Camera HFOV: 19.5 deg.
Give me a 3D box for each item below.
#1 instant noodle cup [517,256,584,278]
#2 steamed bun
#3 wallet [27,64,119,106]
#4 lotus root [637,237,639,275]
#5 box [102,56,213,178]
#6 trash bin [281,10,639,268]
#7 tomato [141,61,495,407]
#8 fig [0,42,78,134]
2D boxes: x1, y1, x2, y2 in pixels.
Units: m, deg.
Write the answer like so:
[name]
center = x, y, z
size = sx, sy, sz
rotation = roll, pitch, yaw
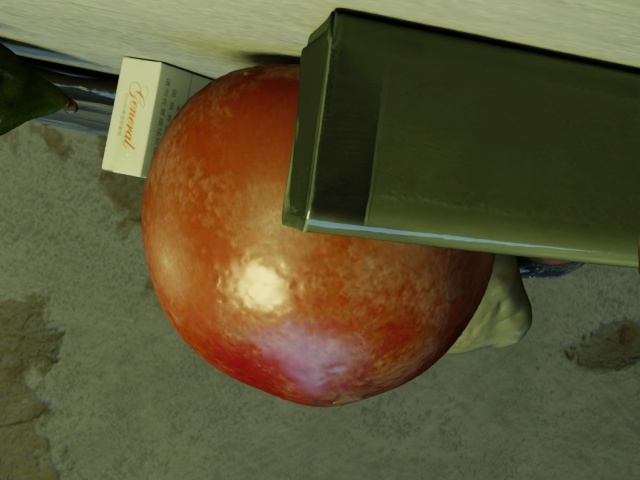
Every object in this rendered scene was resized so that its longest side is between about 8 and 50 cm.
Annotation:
[instant noodle cup]
center = 0.198, -0.036, 1.563
size = 0.127, 0.127, 0.135
rotation = 11, 172, -4
[steamed bun]
center = 0.060, 0.012, 1.579
size = 0.211, 0.144, 0.218
rotation = 37, 155, 36
[wallet]
center = -0.236, -0.153, 1.852
size = 0.285, 0.030, 0.146
rotation = 10, -177, -12
[lotus root]
center = 0.280, 0.046, 0.958
size = 0.179, 0.195, 0.397
rotation = -7, 144, 29
[box]
center = -0.128, -0.098, 1.630
size = 0.048, 0.100, 0.152
rotation = 13, -179, 27
[trash bin]
center = 0.106, -0.050, 1.092
size = 0.241, 0.122, 0.164
rotation = 8, 180, -7
[tomato]
center = 0.000, 0.000, 1.367
size = 0.265, 0.264, 0.265
rotation = 10, 180, 0
[fig]
center = -0.294, -0.134, 1.634
size = 0.177, 0.117, 0.117
rotation = -10, -168, -36
